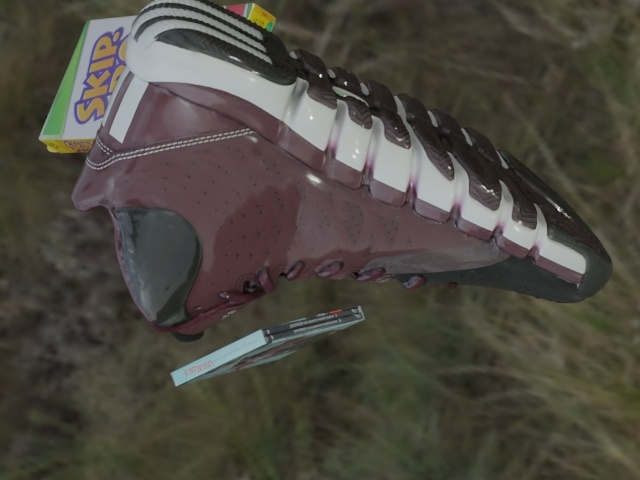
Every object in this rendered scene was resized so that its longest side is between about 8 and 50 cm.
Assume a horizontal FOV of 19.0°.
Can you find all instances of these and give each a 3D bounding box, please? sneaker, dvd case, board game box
[{"bbox_3d":[0.000,0.000,0.994,0.162,0.281,0.106,-58,15,18],"label":"sneaker"},{"bbox_3d":[-0.035,0.072,1.325,0.087,0.119,0.013,-27,80,33],"label":"dvd case"},{"bbox_3d":[-0.151,-0.136,1.648,0.259,0.039,0.124,0,65,50],"label":"board game box"}]
